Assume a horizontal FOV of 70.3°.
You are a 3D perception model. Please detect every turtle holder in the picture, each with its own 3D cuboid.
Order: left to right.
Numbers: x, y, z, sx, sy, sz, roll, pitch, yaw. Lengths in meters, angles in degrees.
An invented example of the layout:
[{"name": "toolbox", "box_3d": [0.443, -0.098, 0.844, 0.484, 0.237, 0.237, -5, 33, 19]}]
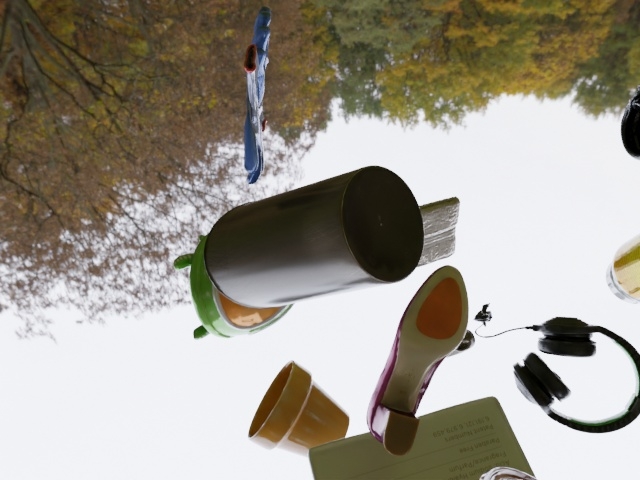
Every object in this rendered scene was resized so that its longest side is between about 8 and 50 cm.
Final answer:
[{"name": "turtle holder", "box_3d": [-0.146, 0.088, 1.021, 0.227, 0.320, 0.243, -11, -101, 14]}]

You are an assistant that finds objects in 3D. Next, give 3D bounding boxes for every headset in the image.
[{"name": "headset", "box_3d": [0.562, 0.284, 1.108, 0.394, 0.243, 0.185, 29, -175, 23]}]

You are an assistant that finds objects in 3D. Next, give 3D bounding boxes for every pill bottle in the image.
[{"name": "pill bottle", "box_3d": [0.523, 0.035, 0.686, 0.118, 0.208, 0.117, -3, -109, 8]}]

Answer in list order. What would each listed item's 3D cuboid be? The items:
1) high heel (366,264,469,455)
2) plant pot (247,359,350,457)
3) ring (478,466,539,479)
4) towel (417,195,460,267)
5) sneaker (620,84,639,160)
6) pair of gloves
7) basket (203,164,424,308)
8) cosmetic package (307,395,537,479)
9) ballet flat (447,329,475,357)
[{"name": "high heel", "box_3d": [0.124, 0.150, 0.602, 0.082, 0.117, 0.244, 15, -97, -2]}, {"name": "plant pot", "box_3d": [-0.040, 0.423, 1.088, 0.188, 0.205, 0.205, 32, -139, -5]}, {"name": "ring", "box_3d": [0.215, 0.244, 0.208, 0.032, 0.336, 0.336, -50, -134, 8]}, {"name": "towel", "box_3d": [0.258, -0.008, 1.246, 0.282, 0.187, 0.049, -16, -145, -16]}, {"name": "sneaker", "box_3d": [0.476, -0.197, 0.532, 0.147, 0.295, 0.104, -6, -128, -5]}, {"name": "pair of gloves", "box_3d": [-0.072, -0.166, 0.533, 0.023, 0.159, 0.198, 2, -132, -5]}, {"name": "basket", "box_3d": [0.000, 0.000, 0.562, 0.204, 0.154, 0.227, -7, 175, -41]}, {"name": "cosmetic package", "box_3d": [0.184, 0.522, 0.731, 0.327, 0.329, 0.393, -13, -125, -7]}, {"name": "ballet flat", "box_3d": [0.305, 0.299, 1.233, 0.058, 0.250, 0.084, -3, -112, -41]}]
